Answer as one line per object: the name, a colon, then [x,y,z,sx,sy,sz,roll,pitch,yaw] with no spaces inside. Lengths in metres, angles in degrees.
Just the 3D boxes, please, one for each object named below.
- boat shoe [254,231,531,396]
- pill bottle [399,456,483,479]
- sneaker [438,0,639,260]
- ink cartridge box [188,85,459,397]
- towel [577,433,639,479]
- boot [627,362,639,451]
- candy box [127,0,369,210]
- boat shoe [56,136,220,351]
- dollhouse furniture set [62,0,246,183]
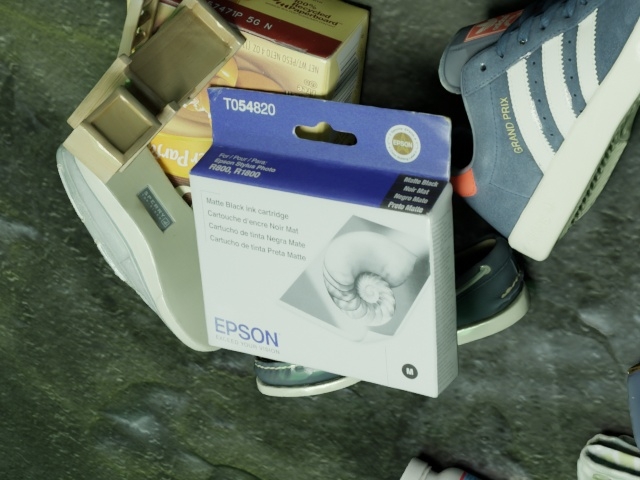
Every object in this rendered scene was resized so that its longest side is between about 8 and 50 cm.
boat shoe: [0.053,0.064,1.245,0.255,0.095,0.079,-18,119,14]
pill bottle: [0.150,0.281,1.431,0.160,0.087,0.087,27,137,10]
sneaker: [0.172,-0.140,1.021,0.148,0.131,0.350,36,133,13]
ink cartridge box: [0.000,0.000,1.136,0.223,0.045,0.224,10,118,29]
towel: [0.403,0.346,1.331,0.321,0.090,0.374,5,130,29]
boot: [0.331,0.187,1.206,0.106,0.082,0.219,-23,78,52]
candy box: [-0.069,-0.079,1.249,0.183,0.087,0.316,22,135,16]
boat shoe: [-0.153,-0.002,1.260,0.081,0.079,0.227,-9,116,51]
dollhouse furniture set: [-0.180,-0.135,1.076,0.161,0.182,0.101,44,136,-6]
